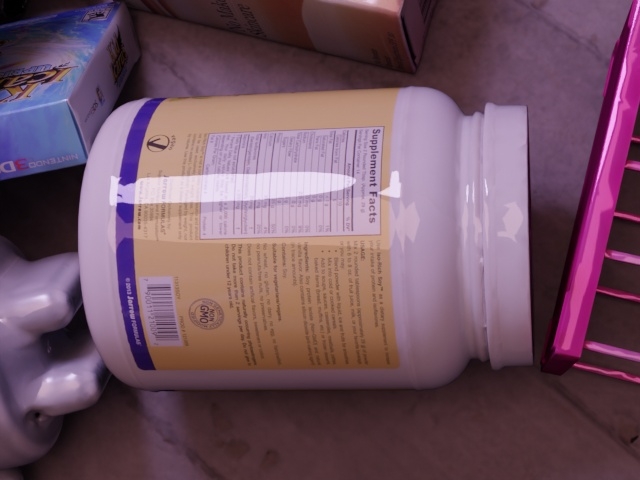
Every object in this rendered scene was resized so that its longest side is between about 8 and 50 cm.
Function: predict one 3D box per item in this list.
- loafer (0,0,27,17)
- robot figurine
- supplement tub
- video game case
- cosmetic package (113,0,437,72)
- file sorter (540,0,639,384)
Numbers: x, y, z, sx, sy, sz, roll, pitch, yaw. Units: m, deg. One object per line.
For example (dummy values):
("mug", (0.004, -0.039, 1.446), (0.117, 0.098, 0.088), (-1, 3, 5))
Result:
("loafer", (-0.309, -0.247, 1.225), (0.220, 0.080, 0.078), (-11, 78, 8))
("robot figurine", (-0.353, 0.112, 1.108), (0.353, 0.200, 0.300), (-13, 102, 7))
("supplement tub", (0.000, 0.000, 1.045), (0.331, 0.241, 0.241), (-1, 80, 9))
("video game case", (-0.308, -0.118, 1.129), (0.269, 0.244, 0.061), (-10, 118, 8))
("cosmetic package", (-0.047, -0.256, 1.146), (0.296, 0.153, 0.129), (15, 82, 14))
("file sorter", (0.295, -0.024, 1.021), (0.182, 0.202, 0.290), (13, 82, 9))
